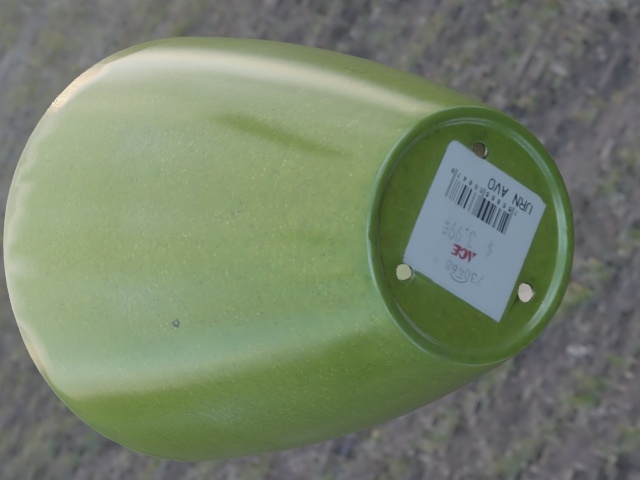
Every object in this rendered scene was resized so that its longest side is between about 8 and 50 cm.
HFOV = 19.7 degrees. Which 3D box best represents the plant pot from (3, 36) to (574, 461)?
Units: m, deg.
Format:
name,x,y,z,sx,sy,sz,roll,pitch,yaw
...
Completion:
name,x,y,z,sx,sy,sz,roll,pitch,yaw
plant pot,0.000,0.000,1.065,0.293,0.275,0.274,-4,64,58
